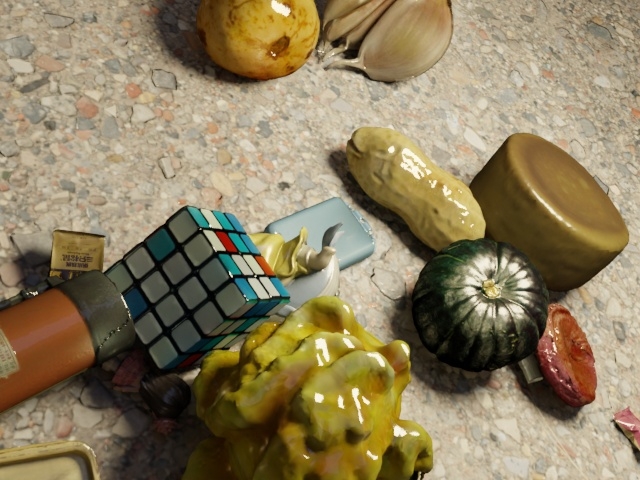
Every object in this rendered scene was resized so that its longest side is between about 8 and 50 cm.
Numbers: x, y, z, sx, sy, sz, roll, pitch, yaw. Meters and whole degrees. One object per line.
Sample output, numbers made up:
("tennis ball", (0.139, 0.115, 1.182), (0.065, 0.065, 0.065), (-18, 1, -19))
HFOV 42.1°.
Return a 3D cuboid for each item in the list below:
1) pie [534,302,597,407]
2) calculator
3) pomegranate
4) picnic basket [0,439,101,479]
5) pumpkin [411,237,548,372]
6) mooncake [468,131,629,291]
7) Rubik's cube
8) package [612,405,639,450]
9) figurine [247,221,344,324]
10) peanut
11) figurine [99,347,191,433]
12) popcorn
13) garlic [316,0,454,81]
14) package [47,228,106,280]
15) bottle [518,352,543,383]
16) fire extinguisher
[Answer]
("pie", (0.410, 0.193, 1.397), (0.182, 0.050, 0.182), (36, 41, -38))
("calculator", (0.000, 0.000, 1.340), (0.210, 0.039, 0.121), (-25, 71, -39))
("pomegranate", (-0.113, -0.388, 1.455), (0.215, 0.215, 0.215), (15, 52, -20))
("picnic basket", (-0.322, 0.371, 0.810), (0.228, 0.175, 0.312), (-2, 63, -31))
("pumpkin", (0.252, 0.102, 1.316), (0.221, 0.162, 0.220), (1, 67, -3))
("mooncake", (0.403, -0.047, 1.502), (0.284, 0.155, 0.284), (27, 34, -21))
("Rubik's cube", (-0.159, 0.062, 1.091), (0.154, 0.155, 0.151), (54, 12, 13))
("package", (0.539, 0.325, 1.420), (0.059, 0.029, 0.083), (-11, 55, -38))
("figurine", (-0.048, 0.044, 1.211), (0.208, 0.128, 0.184), (-44, 83, -5))
("peanut", (0.164, -0.090, 1.439), (0.290, 0.130, 0.130), (41, 48, 2))
("figurine", (-0.226, 0.186, 1.071), (0.129, 0.054, 0.072), (37, 52, 1))
("popcorn", (-0.041, 0.217, 1.010), (0.321, 0.290, 0.326), (-10, 35, -29))
("garlic", (0.131, -0.431, 1.606), (0.210, 0.292, 0.237), (52, 24, 23))
("package", (-0.328, 0.051, 1.111), (0.071, 0.047, 0.131), (5, 82, -23))
("bottle", (0.325, 0.137, 1.411), (0.060, 0.060, 0.217), (0, 57, -29))
("fire extinguisher", (-0.420, 0.147, 0.965), (0.376, 0.113, 0.200), (-28, 34, -36))
